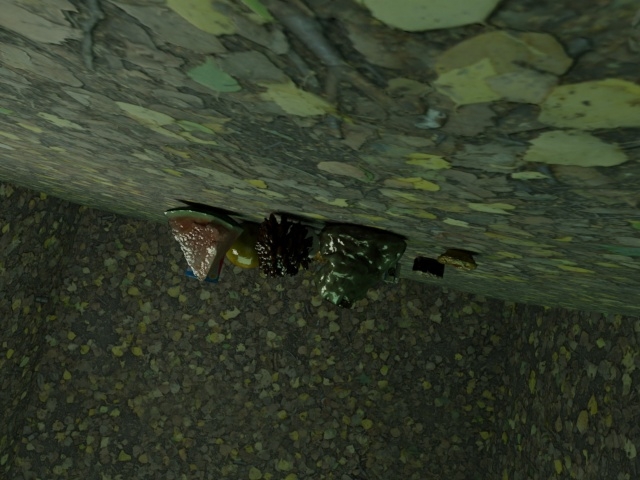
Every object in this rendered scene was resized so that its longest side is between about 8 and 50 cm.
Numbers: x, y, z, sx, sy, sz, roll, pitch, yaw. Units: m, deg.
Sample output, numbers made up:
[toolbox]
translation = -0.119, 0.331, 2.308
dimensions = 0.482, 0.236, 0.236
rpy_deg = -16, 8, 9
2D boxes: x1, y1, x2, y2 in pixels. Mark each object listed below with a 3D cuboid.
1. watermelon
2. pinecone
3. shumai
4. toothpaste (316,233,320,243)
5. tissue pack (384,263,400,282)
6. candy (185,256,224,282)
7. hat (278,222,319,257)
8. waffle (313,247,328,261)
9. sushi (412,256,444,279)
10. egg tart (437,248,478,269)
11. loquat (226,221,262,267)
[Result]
[watermelon]
translation = -0.457, -0.015, 1.752
dimensions = 0.283, 0.292, 0.250
rpy_deg = 11, -156, 14
[pinecone]
translation = -0.117, 0.024, 1.423
dimensions = 0.221, 0.221, 0.221
rpy_deg = 13, 175, 1
[shumai]
translation = 0.114, 0.098, 1.379
dimensions = 0.304, 0.263, 0.309
rpy_deg = 11, 175, 41
[toothpaste]
translation = 0.000, 0.000, 1.776
dimensions = 0.268, 0.047, 0.069
rpy_deg = 15, -166, 4
[tissue pack]
translation = 0.397, 0.175, 2.334
dimensions = 0.079, 0.111, 0.085
rpy_deg = 10, 174, 14
[candy]
translation = -0.525, 0.037, 2.005
dimensions = 0.157, 0.306, 0.100
rpy_deg = 9, 173, 42
[hat]
translation = -0.085, 0.015, 1.591
dimensions = 0.126, 0.203, 0.203
rpy_deg = -13, 160, 37
[waffle]
translation = 0.035, 0.069, 2.169
dimensions = 0.224, 0.098, 0.328
rpy_deg = 13, 176, -21
[sushi]
translation = 0.450, 0.117, 1.764
dimensions = 0.150, 0.078, 0.090
rpy_deg = 17, 173, -33
[egg tart]
translation = 0.432, 0.059, 1.329
dimensions = 0.130, 0.052, 0.130
rpy_deg = 14, 174, 2
[loquat]
translation = -0.343, 0.034, 1.941
dimensions = 0.213, 0.213, 0.246
rpy_deg = 15, 135, -24
